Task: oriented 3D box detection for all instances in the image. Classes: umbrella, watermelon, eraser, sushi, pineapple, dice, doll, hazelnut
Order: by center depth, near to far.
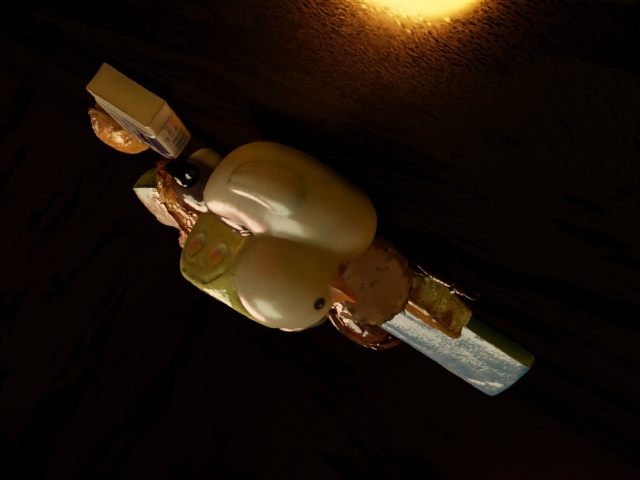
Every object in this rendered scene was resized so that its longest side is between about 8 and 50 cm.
[{"bbox_3d":[-0.049,-0.001,0.936,0.251,0.221,0.221,31,175,13],"label":"doll"},{"bbox_3d":[0.197,0.066,1.150,0.148,0.022,0.022,27,135,51],"label":"umbrella"},{"bbox_3d":[-0.298,-0.211,1.210,0.124,0.068,0.210,34,175,4],"label":"eraser"},{"bbox_3d":[0.065,0.049,1.214,0.170,0.141,0.310,8,-173,-10],"label":"pineapple"},{"bbox_3d":[-0.168,-0.085,1.339,0.257,0.117,0.182,29,174,23],"label":"doll"},{"bbox_3d":[0.255,0.191,1.437,0.311,0.043,0.144,33,138,0],"label":"eraser"},{"bbox_3d":[0.100,0.141,1.568,0.201,0.170,0.160,23,180,-38],"label":"hazelnut"},{"bbox_3d":[-0.153,0.041,1.700,0.254,0.250,0.252,35,174,-37],"label":"dice"},{"bbox_3d":[-0.308,-0.100,1.890,0.296,0.167,0.179,27,154,-15],"label":"sushi"},{"bbox_3d":[-0.384,-0.097,2.069,0.148,0.226,0.318,-2,169,29],"label":"watermelon"}]

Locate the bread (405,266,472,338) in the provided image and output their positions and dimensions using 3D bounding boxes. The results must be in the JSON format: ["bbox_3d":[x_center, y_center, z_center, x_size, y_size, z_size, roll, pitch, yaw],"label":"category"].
[{"bbox_3d":[0.193,0.107,1.290,0.140,0.069,0.128,37,174,-37],"label":"bread"}]

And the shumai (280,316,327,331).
[{"bbox_3d":[-0.014,0.123,1.911,0.218,0.255,0.189,-16,-103,-62],"label":"shumai"}]

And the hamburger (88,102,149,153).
[{"bbox_3d":[-0.449,-0.246,1.666,0.102,0.087,0.176,31,172,32],"label":"hamburger"}]
